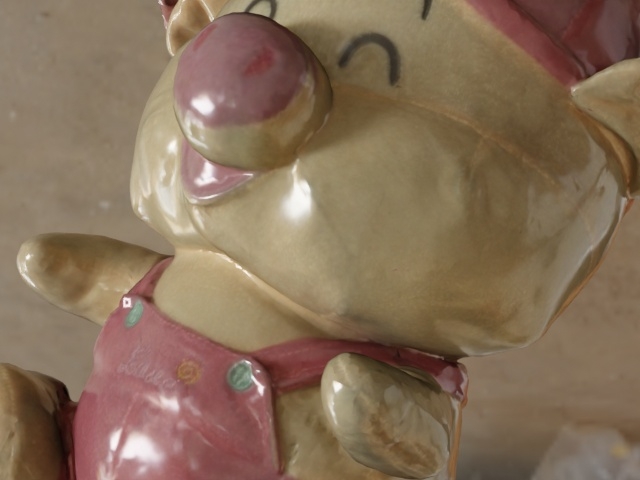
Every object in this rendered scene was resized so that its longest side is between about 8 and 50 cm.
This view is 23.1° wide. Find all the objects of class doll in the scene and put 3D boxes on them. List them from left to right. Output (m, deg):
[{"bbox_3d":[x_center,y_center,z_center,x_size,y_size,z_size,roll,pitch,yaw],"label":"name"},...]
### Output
[{"bbox_3d":[-0.001,-0.001,0.490,0.196,0.255,0.152,26,174,13],"label":"doll"}]
